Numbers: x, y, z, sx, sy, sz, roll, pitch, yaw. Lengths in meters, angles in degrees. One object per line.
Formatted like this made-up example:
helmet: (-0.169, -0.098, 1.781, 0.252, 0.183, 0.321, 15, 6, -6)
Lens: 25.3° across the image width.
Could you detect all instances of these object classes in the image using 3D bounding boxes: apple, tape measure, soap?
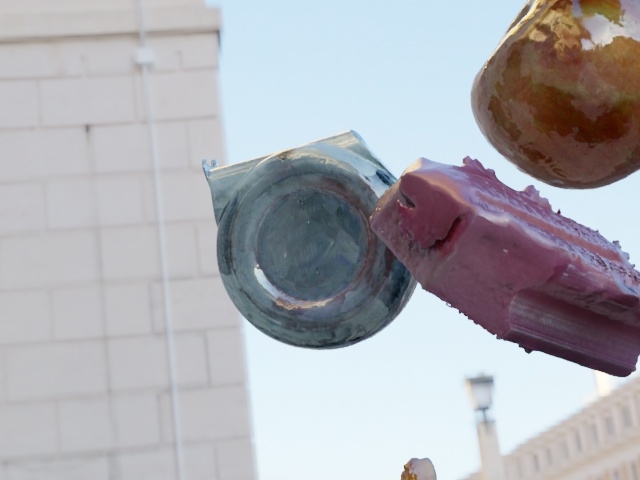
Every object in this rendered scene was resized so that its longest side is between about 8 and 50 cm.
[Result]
apple: (0.352, -0.201, 1.853, 0.301, 0.301, 0.301, -6, -17, -2)
tape measure: (0.000, 0.000, 1.780, 0.256, 0.275, 0.147, -15, -5, 11)
soap: (0.211, 0.021, 1.538, 0.325, 0.220, 0.127, 22, -72, -39)

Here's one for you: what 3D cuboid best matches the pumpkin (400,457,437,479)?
pumpkin: (0.038, 0.435, 1.973, 0.290, 0.095, 0.258, -37, -3, 12)
